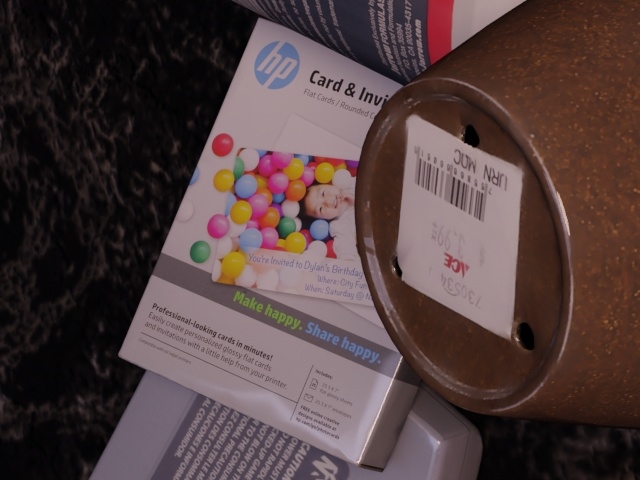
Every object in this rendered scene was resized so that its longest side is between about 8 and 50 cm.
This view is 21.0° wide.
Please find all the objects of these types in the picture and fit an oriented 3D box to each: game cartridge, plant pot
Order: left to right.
[{"bbox_3d":[-0.040,0.169,0.934,0.198,0.062,0.297,39,116,20],"label":"game cartridge"},{"bbox_3d":[0.134,-0.022,0.594,0.215,0.230,0.215,26,122,51],"label":"plant pot"}]

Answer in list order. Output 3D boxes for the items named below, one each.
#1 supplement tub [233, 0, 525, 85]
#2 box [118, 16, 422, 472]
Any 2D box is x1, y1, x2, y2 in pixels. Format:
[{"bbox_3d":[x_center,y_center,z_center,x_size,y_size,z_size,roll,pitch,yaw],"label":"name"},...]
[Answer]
[{"bbox_3d":[0.033,-0.175,0.753,0.272,0.191,0.191,30,112,29],"label":"supplement tub"},{"bbox_3d":[0.000,0.000,0.849,0.145,0.038,0.186,22,87,25],"label":"box"}]
